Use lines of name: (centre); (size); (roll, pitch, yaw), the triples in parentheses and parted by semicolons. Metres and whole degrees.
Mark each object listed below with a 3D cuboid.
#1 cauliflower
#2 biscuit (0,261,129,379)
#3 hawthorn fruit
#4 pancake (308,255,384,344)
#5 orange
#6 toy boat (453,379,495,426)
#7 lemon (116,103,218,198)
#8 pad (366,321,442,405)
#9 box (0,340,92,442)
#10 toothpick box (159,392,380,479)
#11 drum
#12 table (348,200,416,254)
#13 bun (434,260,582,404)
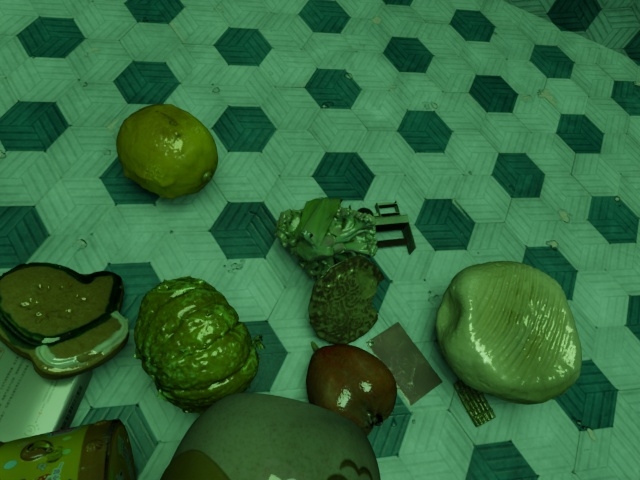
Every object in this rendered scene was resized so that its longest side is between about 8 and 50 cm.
cauliflower: (0.000, 0.000, 1.296); (0.256, 0.238, 0.315); (35, 17, 10)
biscuit: (-0.559, 0.147, 1.153); (0.344, 0.057, 0.287); (35, 38, 24)
hawthorn fruit: (0.052, 0.319, 1.188); (0.200, 0.199, 0.251); (-26, 56, -23)
pancake: (0.066, 0.148, 1.276); (0.212, 0.029, 0.235); (8, 103, -31)
orange: (-0.275, 0.217, 1.097); (0.223, 0.300, 0.301); (-32, 75, -30)
toy boat: (0.384, 0.398, 1.300); (0.063, 0.016, 0.115); (-18, 67, -21)
lemon: (-0.398, -0.234, 1.358); (0.288, 0.233, 0.233); (33, 61, 9)
pad: (0.212, 0.308, 1.319); (0.113, 0.006, 0.187); (-28, 71, -24)
box: (-0.661, 0.314, 1.075); (0.300, 0.106, 0.200); (16, 58, -4)
toothpick box: (-0.105, 0.520, 0.914); (0.409, 0.409, 0.425); (16, 58, -3)
drum: (-0.419, 0.522, 0.841); (0.214, 0.431, 0.430); (-6, 63, -15)
table: (0.172, -0.040, 1.468); (0.146, 0.062, 0.175); (-6, 66, -15)
bun: (0.449, 0.232, 1.282); (0.353, 0.227, 0.349); (33, 61, 10)
